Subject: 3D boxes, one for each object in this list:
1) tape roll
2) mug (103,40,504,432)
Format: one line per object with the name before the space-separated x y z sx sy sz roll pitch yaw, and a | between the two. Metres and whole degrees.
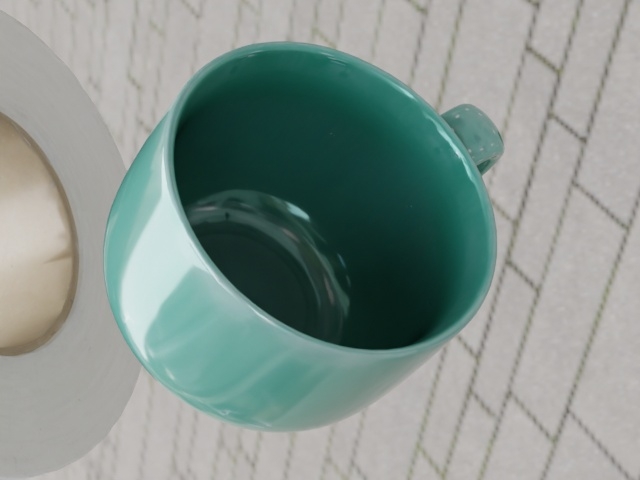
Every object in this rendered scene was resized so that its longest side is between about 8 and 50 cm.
tape roll | -0.221 0.002 0.775 0.100 0.286 0.286 -16 81 29
mug | -0.003 0.007 0.513 0.097 0.157 0.129 -47 43 49
